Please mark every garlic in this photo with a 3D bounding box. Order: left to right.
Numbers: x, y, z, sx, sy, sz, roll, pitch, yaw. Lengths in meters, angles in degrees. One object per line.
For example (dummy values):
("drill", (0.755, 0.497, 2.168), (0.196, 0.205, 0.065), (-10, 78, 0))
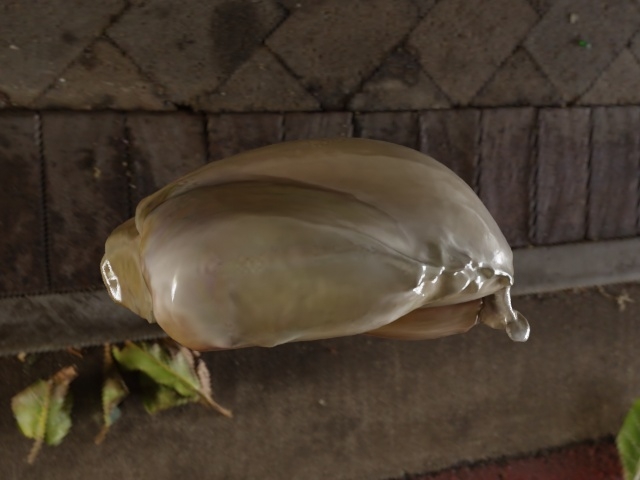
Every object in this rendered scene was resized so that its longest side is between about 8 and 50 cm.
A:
("garlic", (0.000, 0.000, 0.591), (0.228, 0.217, 0.110), (5, 89, -25))
